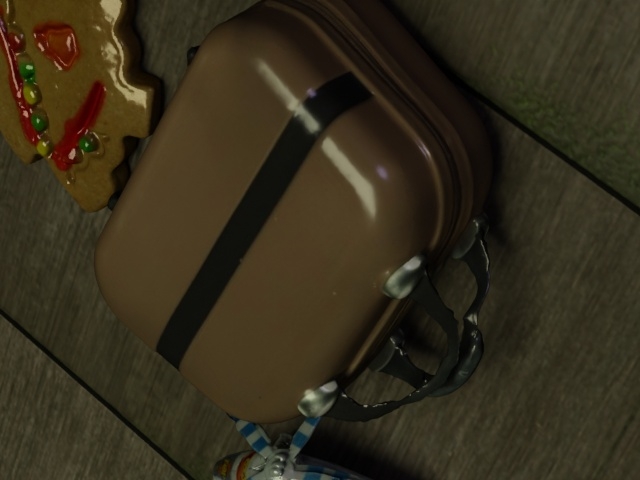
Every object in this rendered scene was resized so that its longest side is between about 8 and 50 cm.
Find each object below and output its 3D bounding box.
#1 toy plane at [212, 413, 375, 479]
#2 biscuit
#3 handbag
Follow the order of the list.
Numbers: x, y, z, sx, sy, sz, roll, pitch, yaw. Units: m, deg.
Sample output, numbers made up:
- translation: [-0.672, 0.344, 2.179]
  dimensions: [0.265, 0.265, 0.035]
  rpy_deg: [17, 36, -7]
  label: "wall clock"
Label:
- translation: [0.043, 0.190, 1.495]
  dimensions: [0.273, 0.107, 0.182]
  rpy_deg: [-7, 64, 15]
  label: "toy plane"
- translation: [-0.224, -0.137, 1.563]
  dimensions: [0.238, 0.041, 0.212]
  rpy_deg: [23, 125, 28]
  label: "biscuit"
- translation: [0.000, 0.000, 1.378]
  dimensions: [0.283, 0.149, 0.302]
  rpy_deg: [44, 130, 12]
  label: "handbag"
